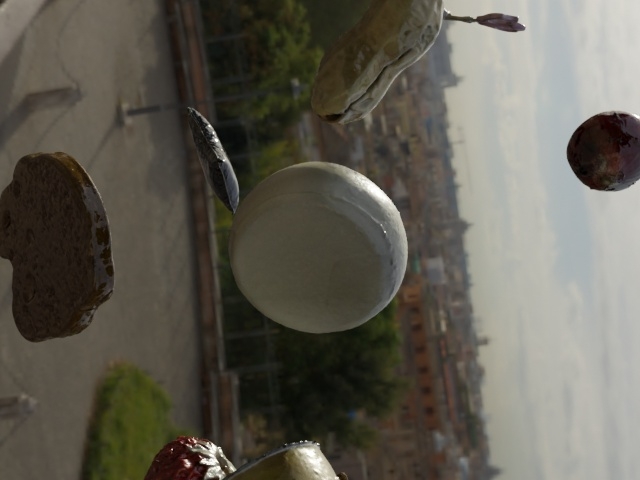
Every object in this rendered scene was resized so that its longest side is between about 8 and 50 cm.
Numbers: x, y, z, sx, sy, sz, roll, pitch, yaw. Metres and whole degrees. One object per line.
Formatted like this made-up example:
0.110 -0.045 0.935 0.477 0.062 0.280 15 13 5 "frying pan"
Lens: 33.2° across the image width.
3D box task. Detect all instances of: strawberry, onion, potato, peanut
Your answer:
-0.257 0.463 1.848 0.205 0.244 0.205 53 3 -4 "strawberry"
0.435 -0.133 1.612 0.131 0.131 0.131 -8 90 -82 "onion"
-0.082 0.469 1.630 0.246 0.300 0.196 20 31 -53 "potato"
0.093 -0.303 1.694 0.130 0.290 0.130 40 0 0 "peanut"

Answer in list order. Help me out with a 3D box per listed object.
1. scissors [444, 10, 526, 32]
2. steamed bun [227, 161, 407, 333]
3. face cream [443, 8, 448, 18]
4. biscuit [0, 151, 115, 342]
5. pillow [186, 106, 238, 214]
0.314 -0.456 2.207 0.110 0.212 0.021 15 89 -63 "scissors"
0.000 0.000 1.695 0.177 0.283 0.283 -76 157 -57 "steamed bun"
0.099 -0.524 1.957 0.349 0.105 0.105 45 13 -5 "face cream"
-0.488 0.022 1.950 0.359 0.074 0.381 51 -47 32 "biscuit"
-0.203 -0.153 2.044 0.208 0.055 0.141 -119 -172 -48 "pillow"
